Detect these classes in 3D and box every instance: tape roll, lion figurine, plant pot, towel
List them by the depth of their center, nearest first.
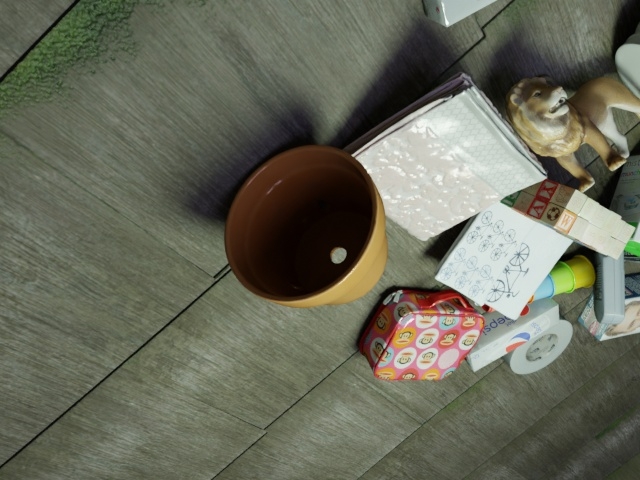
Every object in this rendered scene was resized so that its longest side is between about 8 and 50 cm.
[{"bbox_3d":[0.000,0.000,1.052,0.291,0.290,0.203,-40,147,6],"label":"plant pot"},{"bbox_3d":[0.231,-0.137,1.121,0.317,0.053,0.332,-30,136,32],"label":"towel"},{"bbox_3d":[0.540,-0.254,1.163,0.392,0.240,0.142,-28,167,-40],"label":"lion figurine"},{"bbox_3d":[0.643,0.299,1.716,0.219,0.072,0.219,-14,129,-18],"label":"tape roll"}]

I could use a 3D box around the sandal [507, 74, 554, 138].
[{"bbox_3d":[0.446,-0.259,1.210,0.072,0.049,0.180,6,120,-31],"label":"sandal"}]

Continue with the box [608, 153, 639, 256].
[{"bbox_3d":[0.866,-0.063,1.415,0.262,0.127,0.230,22,87,-13],"label":"box"}]

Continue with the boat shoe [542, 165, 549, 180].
[{"bbox_3d":[0.516,-0.157,1.334,0.100,0.035,0.035,28,111,-31],"label":"boat shoe"}]

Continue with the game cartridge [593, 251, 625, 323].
[{"bbox_3d":[0.754,0.121,1.498,0.294,0.060,0.195,11,83,-68],"label":"game cartridge"}]

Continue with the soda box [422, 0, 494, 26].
[{"bbox_3d":[0.281,-0.450,0.968,0.216,0.074,0.069,-30,132,-3],"label":"soda box"}]

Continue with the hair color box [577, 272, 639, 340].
[{"bbox_3d":[1.003,0.197,1.795,0.348,0.105,0.173,-6,126,-22],"label":"hair color box"}]

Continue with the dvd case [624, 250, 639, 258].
[{"bbox_3d":[0.965,0.050,1.626,0.239,0.179,0.029,7,87,-31],"label":"dvd case"}]

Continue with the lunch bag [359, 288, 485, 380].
[{"bbox_3d":[0.266,0.229,1.444,0.293,0.120,0.258,9,119,-31],"label":"lunch bag"}]

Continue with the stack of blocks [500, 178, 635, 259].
[{"bbox_3d":[0.575,-0.049,1.286,0.297,0.171,0.087,20,101,-31],"label":"stack of blocks"}]

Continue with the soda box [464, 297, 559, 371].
[{"bbox_3d":[0.518,0.244,1.595,0.287,0.098,0.091,-28,132,-5],"label":"soda box"}]

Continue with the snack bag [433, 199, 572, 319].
[{"bbox_3d":[0.470,0.025,1.389,0.343,0.037,0.323,31,96,-32],"label":"snack bag"}]

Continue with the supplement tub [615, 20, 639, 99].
[{"bbox_3d":[0.794,-0.421,1.137,0.325,0.235,0.235,-40,132,6],"label":"supplement tub"}]

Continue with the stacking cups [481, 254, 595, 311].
[{"bbox_3d":[0.581,0.118,1.538,0.317,0.096,0.095,-13,129,-15],"label":"stacking cups"}]
